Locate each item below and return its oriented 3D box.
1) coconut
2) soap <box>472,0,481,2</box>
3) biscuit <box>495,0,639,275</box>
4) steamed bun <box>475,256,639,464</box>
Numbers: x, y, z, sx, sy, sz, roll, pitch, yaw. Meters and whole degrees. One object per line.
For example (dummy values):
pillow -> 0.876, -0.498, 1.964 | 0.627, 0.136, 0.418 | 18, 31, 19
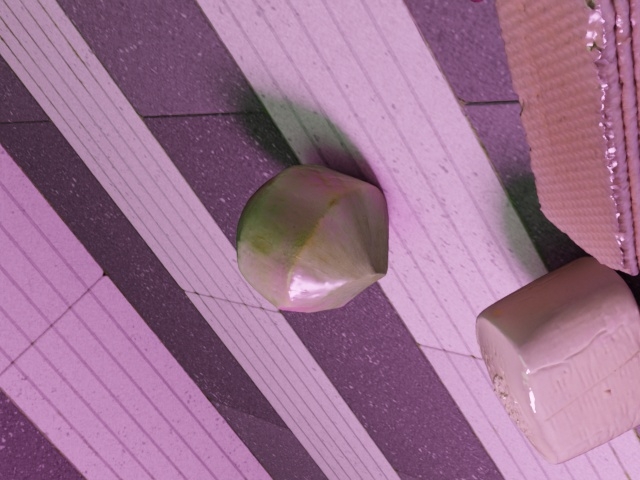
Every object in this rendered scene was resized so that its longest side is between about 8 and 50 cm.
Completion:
coconut -> 0.000, 0.000, 1.443 | 0.236, 0.236, 0.204 | 27, 117, 30
soap -> 0.159, -0.281, 0.595 | 0.127, 0.325, 0.220 | 41, 167, -11
biscuit -> 0.247, -0.125, 0.938 | 0.144, 0.078, 0.426 | 42, 168, 36
steamed bun -> 0.302, 0.141, 1.241 | 0.155, 0.200, 0.250 | 51, 167, 53
